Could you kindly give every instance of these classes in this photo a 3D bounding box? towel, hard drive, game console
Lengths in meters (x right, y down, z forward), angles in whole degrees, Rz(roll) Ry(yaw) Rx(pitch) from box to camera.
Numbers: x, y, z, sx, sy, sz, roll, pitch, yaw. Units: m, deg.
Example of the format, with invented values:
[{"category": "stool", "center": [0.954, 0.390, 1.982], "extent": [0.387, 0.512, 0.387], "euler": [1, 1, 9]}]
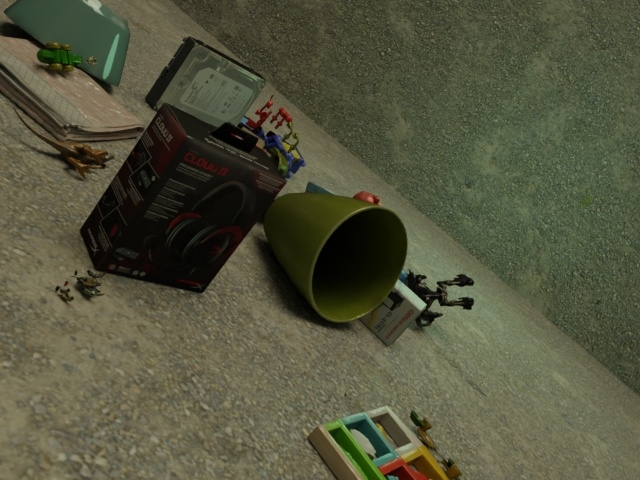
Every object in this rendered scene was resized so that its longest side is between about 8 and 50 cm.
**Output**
[{"category": "towel", "center": [-0.590, -0.343, 1.336], "extent": [0.332, 0.053, 0.317], "euler": [40, 16, 1]}, {"category": "hard drive", "center": [-0.343, -0.465, 1.859], "extent": [0.064, 0.237, 0.339], "euler": [48, 18, 28]}, {"category": "game console", "center": [-0.236, -0.404, 2.266], "extent": [0.361, 0.044, 0.213], "euler": [32, 17, -19]}]

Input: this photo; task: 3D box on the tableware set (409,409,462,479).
[{"category": "tableware set", "center": [0.221, 0.385, 1.121], "extent": [0.104, 0.024, 0.154], "euler": [48, 4, -32]}]

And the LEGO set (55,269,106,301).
[{"category": "LEGO set", "center": [-0.338, 0.067, 0.853], "extent": [0.054, 0.023, 0.083], "euler": [44, 30, 25]}]

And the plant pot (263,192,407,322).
[{"category": "plant pot", "center": [0.000, 0.000, 1.389], "extent": [0.275, 0.274, 0.294], "euler": [22, 7, -45]}]

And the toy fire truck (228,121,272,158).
[{"category": "toy fire truck", "center": [-0.228, -0.111, 1.247], "extent": [0.159, 0.217, 0.246], "euler": [33, 32, -20]}]

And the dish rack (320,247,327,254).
[{"category": "dish rack", "center": [0.035, 0.037, 1.638], "extent": [0.208, 0.074, 0.272], "euler": [47, 17, 21]}]

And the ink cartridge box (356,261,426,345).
[{"category": "ink cartridge box", "center": [0.151, 0.151, 1.475], "extent": [0.175, 0.127, 0.072], "euler": [42, 18, 12]}]

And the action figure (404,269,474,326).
[{"category": "action figure", "center": [0.310, 0.166, 1.733], "extent": [0.276, 0.141, 0.163], "euler": [-2, 75, -28]}]

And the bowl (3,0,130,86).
[{"category": "bowl", "center": [-0.618, -0.553, 1.545], "extent": [0.312, 0.163, 0.311], "euler": [36, 5, -4]}]

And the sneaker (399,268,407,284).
[{"category": "sneaker", "center": [0.198, 0.105, 1.837], "extent": [0.209, 0.069, 0.082], "euler": [35, 46, -41]}]

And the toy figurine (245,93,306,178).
[{"category": "toy figurine", "center": [-0.105, -0.313, 2.075], "extent": [0.217, 0.191, 0.362], "euler": [32, 18, -40]}]

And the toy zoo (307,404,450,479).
[{"category": "toy zoo", "center": [0.120, 0.370, 1.001], "extent": [0.192, 0.030, 0.293], "euler": [48, 19, 28]}]

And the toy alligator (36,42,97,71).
[{"category": "toy alligator", "center": [-0.581, -0.410, 1.356], "extent": [0.052, 0.056, 0.190], "euler": [1, 12, 13]}]

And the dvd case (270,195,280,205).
[{"category": "dvd case", "center": [-0.108, -0.103, 1.651], "extent": [0.253, 0.022, 0.180], "euler": [17, 7, -43]}]

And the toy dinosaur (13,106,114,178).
[{"category": "toy dinosaur", "center": [-0.473, -0.168, 1.138], "extent": [0.112, 0.064, 0.211], "euler": [27, 0, 29]}]

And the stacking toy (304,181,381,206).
[{"category": "stacking toy", "center": [0.102, -0.081, 1.823], "extent": [0.309, 0.130, 0.280], "euler": [28, 0, 43]}]

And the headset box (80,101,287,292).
[{"category": "headset box", "center": [-0.215, -0.070, 0.988], "extent": [0.218, 0.293, 0.110], "euler": [21, 24, -48]}]
